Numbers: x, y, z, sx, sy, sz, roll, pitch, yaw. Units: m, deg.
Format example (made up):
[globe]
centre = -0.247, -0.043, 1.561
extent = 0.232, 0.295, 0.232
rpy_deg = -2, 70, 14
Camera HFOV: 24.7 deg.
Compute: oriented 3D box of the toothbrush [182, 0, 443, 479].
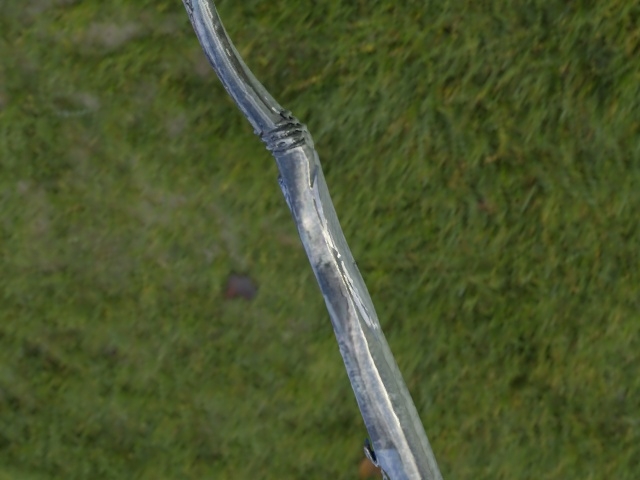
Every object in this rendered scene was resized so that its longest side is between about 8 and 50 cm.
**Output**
[toothbrush]
centre = 0.000, 0.000, 0.705
extent = 0.042, 0.035, 0.413
rpy_deg = -17, 102, 23
